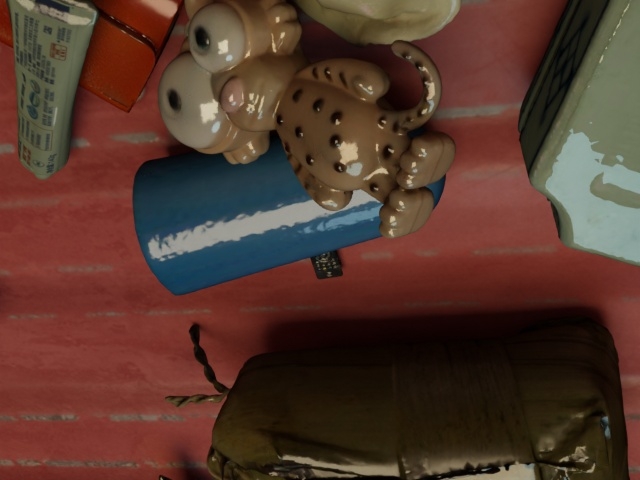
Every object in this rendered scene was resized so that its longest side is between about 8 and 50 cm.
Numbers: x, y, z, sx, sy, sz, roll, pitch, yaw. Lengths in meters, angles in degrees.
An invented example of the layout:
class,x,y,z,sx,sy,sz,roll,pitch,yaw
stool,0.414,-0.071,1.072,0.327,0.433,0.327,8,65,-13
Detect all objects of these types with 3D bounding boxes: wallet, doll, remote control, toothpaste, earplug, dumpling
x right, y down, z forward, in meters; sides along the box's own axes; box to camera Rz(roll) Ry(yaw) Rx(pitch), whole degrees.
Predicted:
class,x,y,z,sx,sy,sz,roll,pitch,yaw
wallet,-0.229,-0.211,0.791,0.204,0.045,0.142,29,129,-11
doll,-0.018,-0.111,0.725,0.278,0.119,0.154,28,120,32
remote control,0.000,0.000,0.929,0.034,0.016,0.091,-10,125,11
toothpaste,-0.245,-0.130,0.814,0.069,0.047,0.268,42,149,7
earplug,-0.020,-0.041,0.837,0.272,0.132,0.132,-13,124,15
dumpling,0.023,-0.208,0.714,0.169,0.100,0.134,24,141,-6

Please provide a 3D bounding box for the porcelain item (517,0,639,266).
class,x,y,z,sx,sy,sz,roll,pitch,yaw
porcelain item,0.312,-0.111,0.693,0.281,0.157,0.286,14,128,-2

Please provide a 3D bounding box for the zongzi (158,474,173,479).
class,x,y,z,sx,sy,sz,roll,pitch,yaw
zongzi,-0.078,0.414,1.206,0.260,0.123,0.289,5,124,1

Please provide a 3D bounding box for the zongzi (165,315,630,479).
class,x,y,z,sx,sy,sz,roll,pitch,yaw
zongzi,0.083,0.322,1.006,0.499,0.218,0.467,-4,117,10
